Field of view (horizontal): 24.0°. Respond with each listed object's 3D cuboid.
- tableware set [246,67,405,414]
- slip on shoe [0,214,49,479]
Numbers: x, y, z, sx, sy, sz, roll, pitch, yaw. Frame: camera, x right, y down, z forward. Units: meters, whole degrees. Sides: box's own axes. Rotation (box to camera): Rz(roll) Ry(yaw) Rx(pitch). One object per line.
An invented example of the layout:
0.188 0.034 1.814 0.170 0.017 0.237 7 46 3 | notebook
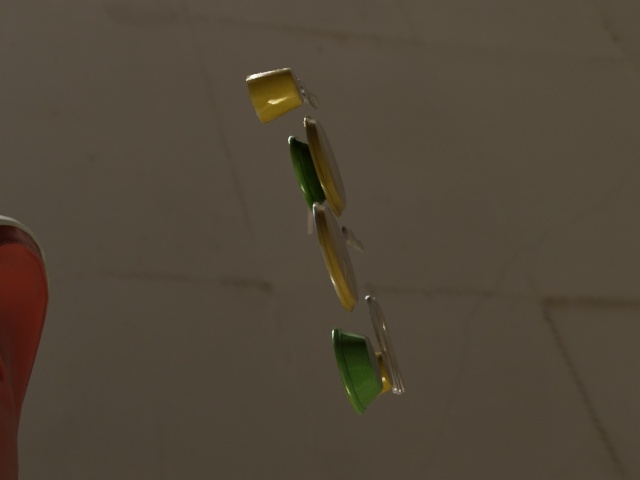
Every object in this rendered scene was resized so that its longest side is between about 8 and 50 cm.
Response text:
0.000 0.000 0.650 0.104 0.024 0.154 26 -133 -79 | tableware set
-0.180 0.135 0.713 0.101 0.123 0.331 -2 -125 21 | slip on shoe
